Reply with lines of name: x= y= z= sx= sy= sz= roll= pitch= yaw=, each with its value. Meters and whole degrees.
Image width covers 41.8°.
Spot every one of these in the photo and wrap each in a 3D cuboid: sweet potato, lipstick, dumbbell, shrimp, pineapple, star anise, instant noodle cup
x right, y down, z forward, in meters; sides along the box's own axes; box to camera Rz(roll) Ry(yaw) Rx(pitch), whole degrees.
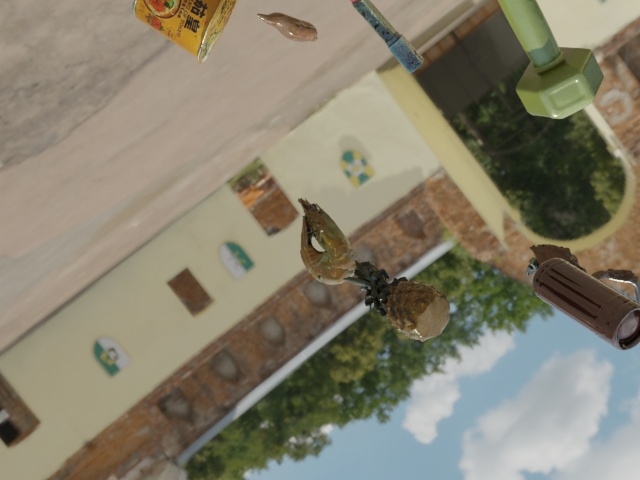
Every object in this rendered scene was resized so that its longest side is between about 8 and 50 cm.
sweet potato: x=-0.074 y=-0.499 z=1.953 sx=0.195 sy=0.056 sz=0.056 roll=12 pitch=143 yaw=-44
lipstick: x=0.178 y=-0.616 z=2.408 sx=0.051 sy=0.312 sz=0.051 roll=-35 pitch=-163 yaw=31
dumbbell: x=0.285 y=-0.310 z=1.166 sx=0.121 sy=0.302 sz=0.108 roll=-29 pitch=-153 yaw=18
shrimp: x=0.000 y=0.000 z=2.324 sx=0.145 sy=0.267 sz=0.061 roll=-29 pitch=175 yaw=18
pineapple: x=0.165 y=0.125 z=1.843 sx=0.128 sy=0.128 sz=0.248 roll=-39 pitch=-138 yaw=-22
star anise: x=0.683 y=0.121 z=2.141 sx=0.237 sy=0.347 sz=0.148 roll=138 pitch=-29 yaw=-77
instant noodle cup: x=-0.275 y=-0.500 z=1.738 sx=0.215 sy=0.172 sz=0.216 roll=-63 pitch=-175 yaw=9

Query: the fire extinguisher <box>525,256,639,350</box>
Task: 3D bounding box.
fire extinguisher: x=0.543 y=0.119 z=1.787 sx=0.102 sy=0.138 sz=0.344 roll=-44 pitch=-145 yaw=-4
